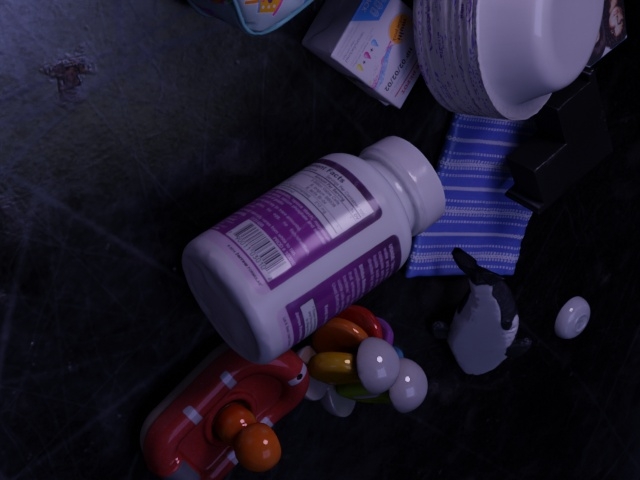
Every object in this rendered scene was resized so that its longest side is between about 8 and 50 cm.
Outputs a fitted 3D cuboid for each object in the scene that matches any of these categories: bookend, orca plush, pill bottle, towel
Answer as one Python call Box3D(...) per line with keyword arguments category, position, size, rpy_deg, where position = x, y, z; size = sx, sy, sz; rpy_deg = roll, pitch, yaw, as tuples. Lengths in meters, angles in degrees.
Box3D(category="bookend", position=(0.325, -0.149, 1.380), size=(0.157, 0.072, 0.156), rpy_deg=(-40, 132, -12))
Box3D(category="orca plush", position=(0.244, 0.094, 1.489), size=(0.287, 0.151, 0.102), rpy_deg=(62, 34, -46))
Box3D(category="pill bottle", position=(0.000, 0.000, 1.159), size=(0.302, 0.169, 0.169), rpy_deg=(-34, 132, -22))
Box3D(category="towel", position=(0.259, -0.098, 1.428), size=(0.243, 0.040, 0.336), rpy_deg=(1, 113, -41))

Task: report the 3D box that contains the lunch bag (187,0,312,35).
Box3D(category="lunch bag", position=(-0.064, -0.356, 0.940), size=(0.224, 0.108, 0.279), rpy_deg=(-46, 138, -20))

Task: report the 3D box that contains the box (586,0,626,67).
Box3D(category="box", position=(0.365, -0.367, 1.350), size=(0.100, 0.060, 0.244), rpy_deg=(-39, 133, -18))

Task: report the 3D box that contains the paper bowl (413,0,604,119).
Box3D(category="paper bowl", position=(0.242, -0.287, 1.173), size=(0.284, 0.148, 0.284), rpy_deg=(-24, 121, -48))

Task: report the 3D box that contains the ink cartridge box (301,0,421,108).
Box3D(category="ink cartridge box", position=(0.074, -0.233, 1.167), size=(0.181, 0.062, 0.104), rpy_deg=(27, 94, -47))

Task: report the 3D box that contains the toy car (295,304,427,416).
Box3D(category="toy car", position=(0.054, 0.163, 1.339), size=(0.182, 0.159, 0.136), rpy_deg=(38, 49, -46))

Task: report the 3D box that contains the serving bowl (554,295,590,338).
Box3D(category="serving bowl", position=(0.462, 0.144, 1.755), size=(0.083, 0.027, 0.083), rpy_deg=(-21, 127, -31))

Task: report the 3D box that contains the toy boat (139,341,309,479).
Box3D(category="toy boat", position=(-0.101, 0.233, 1.214), size=(0.231, 0.151, 0.151), rpy_deg=(-45, 136, -12))
